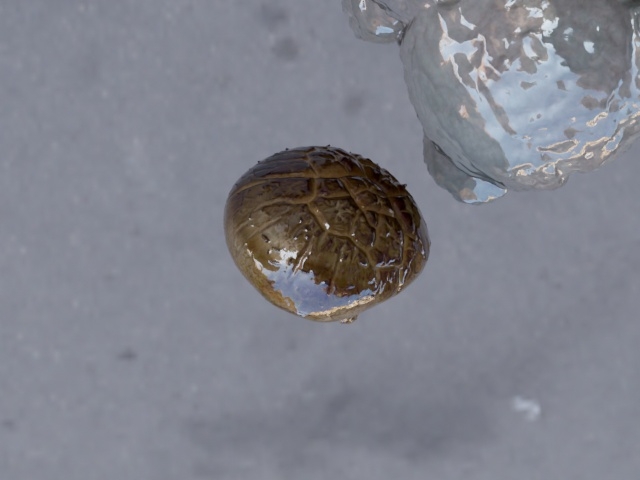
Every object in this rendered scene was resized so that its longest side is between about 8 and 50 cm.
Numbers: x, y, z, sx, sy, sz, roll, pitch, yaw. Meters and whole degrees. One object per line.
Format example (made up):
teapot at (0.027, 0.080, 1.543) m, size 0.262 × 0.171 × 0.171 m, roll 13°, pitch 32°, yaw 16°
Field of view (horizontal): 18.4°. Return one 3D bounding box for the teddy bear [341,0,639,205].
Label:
teddy bear at (0.100, -0.161, 1.116) m, size 0.236 × 0.151 × 0.267 m, roll -28°, pitch 96°, yaw 41°

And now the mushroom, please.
mushroom at (0.005, -0.004, 1.117) m, size 0.085 × 0.126 × 0.109 m, roll -24°, pitch 103°, yaw 39°
